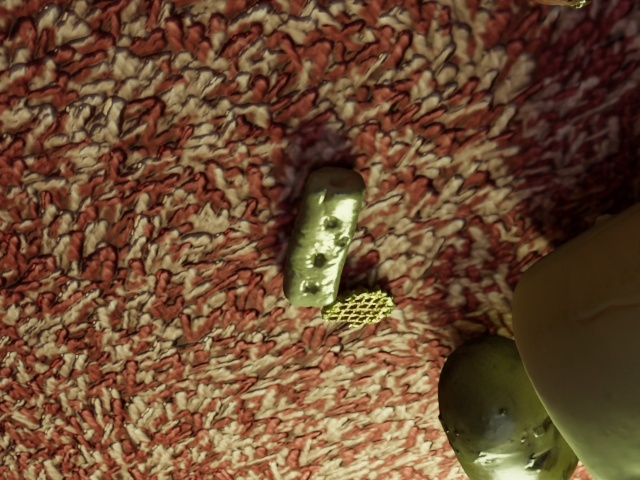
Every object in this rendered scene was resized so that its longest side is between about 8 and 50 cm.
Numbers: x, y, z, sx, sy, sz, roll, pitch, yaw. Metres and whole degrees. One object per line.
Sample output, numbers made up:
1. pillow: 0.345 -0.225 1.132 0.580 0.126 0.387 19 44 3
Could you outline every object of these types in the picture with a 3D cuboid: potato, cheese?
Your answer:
1. potato: 0.222 0.217 1.255 0.165 0.165 0.262 -23 140 20
2. cheese: 0.000 0.000 1.095 0.065 0.043 0.194 8 138 -5

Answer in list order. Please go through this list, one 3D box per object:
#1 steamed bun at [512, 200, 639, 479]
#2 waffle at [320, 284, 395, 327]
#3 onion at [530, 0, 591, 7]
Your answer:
1. steamed bun: 0.447 0.136 1.040 0.456 0.289 0.371 30 139 -27
2. waffle: 0.045 0.076 1.185 0.078 0.016 0.085 -28 149 23
3. onion: 0.183 -0.237 0.795 0.131 0.131 0.131 -2 137 -1
